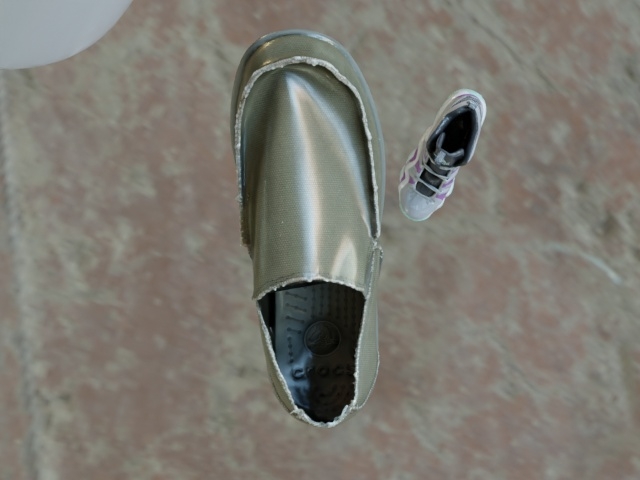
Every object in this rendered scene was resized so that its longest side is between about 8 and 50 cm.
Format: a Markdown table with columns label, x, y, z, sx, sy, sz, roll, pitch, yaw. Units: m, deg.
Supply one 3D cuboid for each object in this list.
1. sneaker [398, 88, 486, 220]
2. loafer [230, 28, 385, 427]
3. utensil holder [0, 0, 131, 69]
| label | x | y | z | sx | sy | sz | roll | pitch | yaw |
| --- | --- | --- | --- | --- | --- | --- | --- | --- | --- |
| sneaker | 0.078 | -0.053 | 1.314 | 0.038 | 0.069 | 0.098 | 23 | 105 | 0 |
| loafer | 0.000 | 0.000 | 1.172 | 0.094 | 0.087 | 0.251 | -9 | 106 | -1 |
| utensil holder | -0.236 | -0.366 | 1.631 | 0.385 | 0.328 | 0.327 | -47 | 55 | 54 |
